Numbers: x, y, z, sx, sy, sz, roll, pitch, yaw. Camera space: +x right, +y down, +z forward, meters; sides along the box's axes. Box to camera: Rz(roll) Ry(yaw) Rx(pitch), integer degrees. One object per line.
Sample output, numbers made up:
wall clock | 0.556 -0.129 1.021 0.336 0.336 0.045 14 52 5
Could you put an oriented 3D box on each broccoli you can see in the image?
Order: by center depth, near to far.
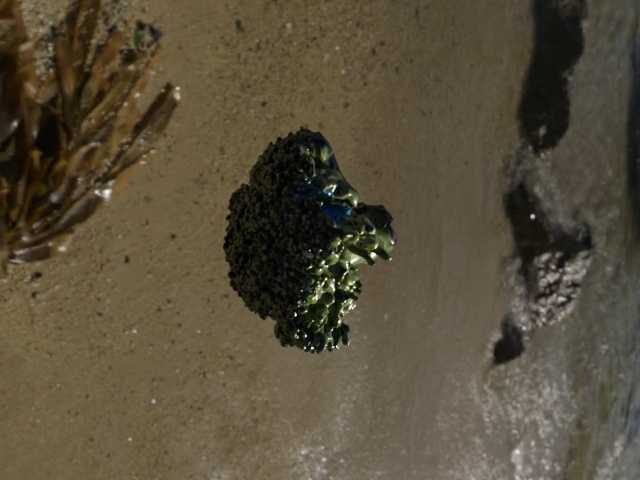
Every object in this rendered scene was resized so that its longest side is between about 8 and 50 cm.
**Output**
broccoli | 0.000 0.000 0.634 0.160 0.154 0.167 -15 69 -32
